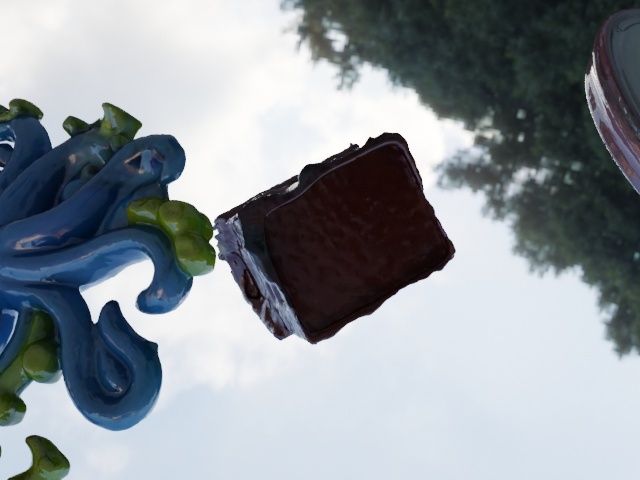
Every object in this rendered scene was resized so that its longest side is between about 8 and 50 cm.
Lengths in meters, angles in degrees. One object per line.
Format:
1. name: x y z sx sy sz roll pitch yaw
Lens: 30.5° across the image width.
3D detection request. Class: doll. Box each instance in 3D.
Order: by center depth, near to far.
1. doll: -0.242 0.023 0.898 0.099 0.341 0.346 33 -156 -54

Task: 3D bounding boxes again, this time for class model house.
1. model house: 0.000 0.000 1.263 0.196 0.160 0.254 -31 -176 -13

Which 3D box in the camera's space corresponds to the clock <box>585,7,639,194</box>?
1. clock: 0.286 -0.069 0.810 0.244 0.056 0.244 22 -137 -23
